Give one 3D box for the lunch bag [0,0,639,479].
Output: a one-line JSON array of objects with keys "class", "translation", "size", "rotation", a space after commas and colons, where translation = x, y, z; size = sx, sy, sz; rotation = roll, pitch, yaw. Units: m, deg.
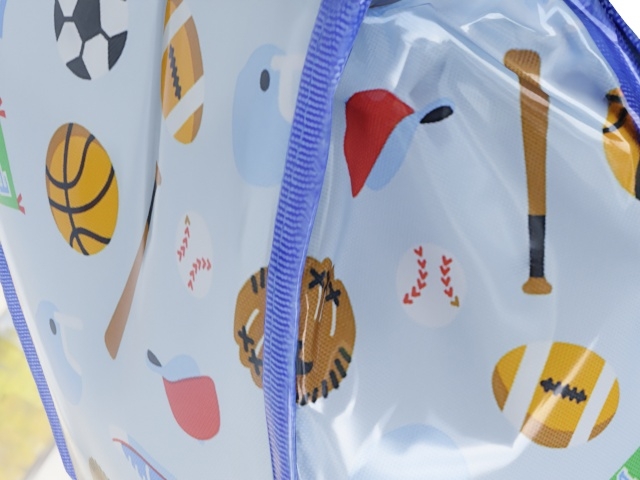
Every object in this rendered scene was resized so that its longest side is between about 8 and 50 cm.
[{"class": "lunch bag", "translation": [0.000, 0.000, 0.750], "size": [0.239, 0.385, 0.328], "rotation": [-29, -146, -20]}]
